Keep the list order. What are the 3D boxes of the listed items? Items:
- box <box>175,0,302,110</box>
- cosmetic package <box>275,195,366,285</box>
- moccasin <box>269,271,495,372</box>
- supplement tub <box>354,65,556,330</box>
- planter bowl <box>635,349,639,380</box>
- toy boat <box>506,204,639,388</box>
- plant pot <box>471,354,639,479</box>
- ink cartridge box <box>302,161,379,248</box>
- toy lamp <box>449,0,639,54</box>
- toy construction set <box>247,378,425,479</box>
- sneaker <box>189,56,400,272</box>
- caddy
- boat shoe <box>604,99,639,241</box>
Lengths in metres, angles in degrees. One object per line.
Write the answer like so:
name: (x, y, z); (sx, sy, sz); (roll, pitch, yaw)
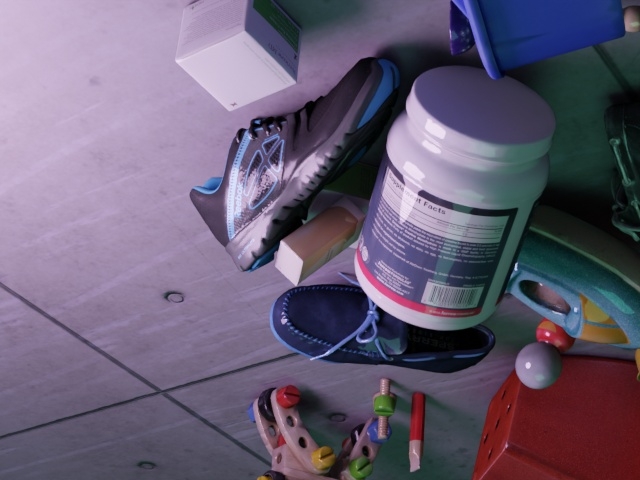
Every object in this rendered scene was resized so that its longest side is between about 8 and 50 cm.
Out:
box: (-0.090, -0.218, 1.443); (0.102, 0.087, 0.101); (-18, 139, 30)
cosmetic package: (0.000, 0.000, 1.613); (0.041, 0.115, 0.060); (43, 149, 18)
moccasin: (0.098, 0.113, 1.875); (0.342, 0.137, 0.117); (7, 161, -25)
supplement tub: (0.157, -0.048, 1.522); (0.191, 0.191, 0.272); (10, 126, -7)
planter bowl: (0.507, 0.098, 1.790); (0.217, 0.090, 0.217); (-27, 158, -12)
toy boat: (0.336, 0.095, 1.747); (0.267, 0.148, 0.318); (29, 158, 13)
plant pot: (0.386, 0.331, 2.045); (0.236, 0.267, 0.267); (20, 144, -1)
ink cartridge box: (0.081, -0.036, 1.705); (0.209, 0.062, 0.109); (14, 143, -13)
toy lamp: (0.278, -0.237, 1.385); (0.275, 0.080, 0.080); (2, 145, 9)
toy construction set: (0.026, 0.381, 2.159); (0.309, 0.237, 0.257); (-16, 140, 27)
sneaker: (-0.039, -0.108, 1.558); (0.139, 0.125, 0.341); (47, 120, 9)
caddy: (0.159, -0.304, 1.161); (0.179, 0.241, 0.341); (-11, 142, 14)
boat shoe: (0.412, -0.052, 1.603); (0.105, 0.113, 0.306); (-3, 142, 22)
